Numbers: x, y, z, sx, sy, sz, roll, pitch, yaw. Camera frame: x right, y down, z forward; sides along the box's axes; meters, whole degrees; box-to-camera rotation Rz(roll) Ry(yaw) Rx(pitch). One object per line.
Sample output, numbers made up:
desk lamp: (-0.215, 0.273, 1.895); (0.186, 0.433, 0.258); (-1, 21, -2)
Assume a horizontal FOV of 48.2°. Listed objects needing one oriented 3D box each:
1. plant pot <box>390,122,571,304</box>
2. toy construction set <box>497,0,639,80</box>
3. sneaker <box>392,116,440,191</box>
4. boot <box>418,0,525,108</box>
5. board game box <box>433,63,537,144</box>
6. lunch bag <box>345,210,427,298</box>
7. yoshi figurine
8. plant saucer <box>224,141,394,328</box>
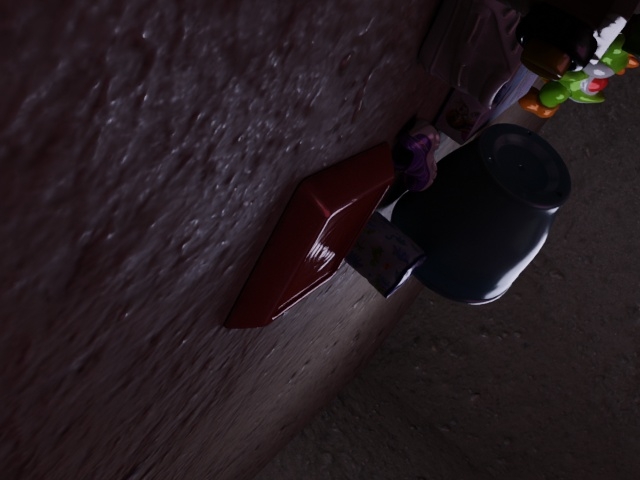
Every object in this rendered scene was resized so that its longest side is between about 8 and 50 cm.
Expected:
plant pot: (0.304, -0.063, 1.295); (0.271, 0.271, 0.255); (-41, 170, -40)
toy construction set: (0.178, -0.259, 0.481); (0.257, 0.237, 0.309); (-47, 166, -19)
sneaker: (0.140, -0.129, 1.135); (0.071, 0.068, 0.170); (-33, 154, -11)
boot: (0.209, -0.269, 0.814); (0.095, 0.123, 0.258); (-44, 165, -31)
board game box: (0.350, -0.348, 1.208); (0.318, 0.066, 0.319); (-37, 160, -46)
lunch bag: (0.109, 0.014, 1.219); (0.096, 0.129, 0.151); (-53, 170, 28)
yoshi figurine: (0.577, -0.431, 1.652); (0.203, 0.204, 0.362); (-6, 170, -11)
plant saucer: (0.000, 0.000, 0.998); (0.259, 0.047, 0.258); (-33, 158, -56)
